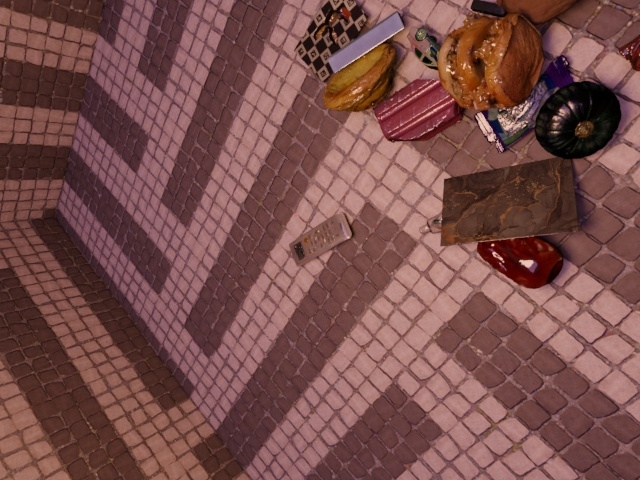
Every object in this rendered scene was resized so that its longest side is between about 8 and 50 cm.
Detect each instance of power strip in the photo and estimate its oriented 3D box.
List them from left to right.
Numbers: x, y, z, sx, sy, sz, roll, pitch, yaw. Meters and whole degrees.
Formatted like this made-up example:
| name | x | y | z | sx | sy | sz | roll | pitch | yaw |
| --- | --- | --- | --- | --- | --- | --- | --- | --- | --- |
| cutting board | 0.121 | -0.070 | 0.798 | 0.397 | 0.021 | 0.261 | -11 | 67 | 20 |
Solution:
| name | x | y | z | sx | sy | sz | roll | pitch | yaw |
| --- | --- | --- | --- | --- | --- | --- | --- | --- | --- |
| power strip | 0.497 | -0.680 | 1.196 | 0.111 | 0.038 | 0.029 | 32 | 115 | 27 |

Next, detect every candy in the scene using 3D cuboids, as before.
| name | x | y | z | sx | sy | sz | roll | pitch | yaw |
| --- | --- | --- | --- | --- | --- | --- | --- | --- | --- |
| candy | 0.595 | -0.381 | 1.166 | 0.275 | 0.070 | 0.145 | -33 | 86 | 29 |

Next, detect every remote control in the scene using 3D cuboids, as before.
| name | x | y | z | sx | sy | sz | roll | pitch | yaw |
| --- | --- | --- | --- | --- | --- | --- | --- | --- | --- |
| remote control | 0.000 | 0.000 | 1.640 | 0.313 | 0.055 | 0.109 | -31 | 75 | 38 |

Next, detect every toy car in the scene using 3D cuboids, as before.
| name | x | y | z | sx | sy | sz | roll | pitch | yaw |
| --- | --- | --- | --- | --- | --- | --- | --- | --- | --- |
| toy car | 0.356 | -0.576 | 1.273 | 0.076 | 0.090 | 0.224 | -46 | 69 | 31 |

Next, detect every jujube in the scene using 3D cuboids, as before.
| name | x | y | z | sx | sy | sz | roll | pitch | yaw |
| --- | --- | --- | --- | --- | --- | --- | --- | --- | --- |
| jujube | 0.580 | 0.043 | 1.196 | 0.230 | 0.155 | 0.155 | 37 | 116 | 29 |

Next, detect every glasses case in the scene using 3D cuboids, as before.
| name | x | y | z | sx | sy | sz | roll | pitch | yaw |
| --- | --- | --- | --- | --- | --- | --- | --- | --- | --- |
| glasses case | 0.149 | -0.669 | 1.367 | 0.266 | 0.105 | 0.056 | -24 | 123 | 26 |

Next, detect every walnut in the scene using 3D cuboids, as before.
| name | x | y | z | sx | sy | sz | roll | pitch | yaw |
| --- | --- | --- | --- | --- | --- | --- | --- | --- | --- |
| walnut | 0.572 | -0.694 | 1.030 | 0.273 | 0.227 | 0.273 | 11 | 108 | 36 |

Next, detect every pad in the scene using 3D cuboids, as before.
| name | x | y | z | sx | sy | sz | roll | pitch | yaw |
| --- | --- | --- | --- | --- | --- | --- | --- | --- | --- |
| pad | 0.539 | -0.113 | 1.206 | 0.368 | 0.007 | 0.247 | -7 | 62 | 35 |

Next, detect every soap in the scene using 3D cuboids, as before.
| name | x | y | z | sx | sy | sz | roll | pitch | yaw |
| --- | --- | --- | --- | --- | --- | --- | --- | --- | --- |
| soap | 0.331 | -0.421 | 1.306 | 0.289 | 0.112 | 0.182 | -28 | 83 | 34 |

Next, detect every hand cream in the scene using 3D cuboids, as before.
| name | x | y | z | sx | sy | sz | roll | pitch | yaw |
| --- | --- | --- | --- | --- | --- | --- | --- | --- | --- |
| hand cream | 0.441 | -0.083 | 1.331 | 0.257 | 0.050 | 0.084 | -30 | 83 | 27 |

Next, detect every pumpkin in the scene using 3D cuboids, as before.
| name | x | y | z | sx | sy | sz | roll | pitch | yaw |
| --- | --- | --- | --- | --- | --- | --- | --- | --- | --- |
| pumpkin | 0.667 | -0.308 | 1.061 | 0.202 | 0.140 | 0.201 | 4 | 121 | 6 |

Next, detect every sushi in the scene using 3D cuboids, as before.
| name | x | y | z | sx | sy | sz | roll | pitch | yaw |
| --- | --- | --- | --- | --- | --- | --- | --- | --- | --- |
| sushi | 0.043 | -0.748 | 1.484 | 0.192 | 0.043 | 0.279 | 51 | 127 | 12 |

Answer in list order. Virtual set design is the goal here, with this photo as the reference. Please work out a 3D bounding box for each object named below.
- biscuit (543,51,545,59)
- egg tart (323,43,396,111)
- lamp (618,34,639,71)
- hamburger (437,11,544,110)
| name | x | y | z | sx | sy | sz | roll | pitch | yaw |
| --- | --- | --- | --- | --- | --- | --- | --- | --- | --- |
| biscuit | 0.571 | -0.519 | 1.186 | 0.147 | 0.018 | 0.071 | 3 | 102 | 32 |
| egg tart | 0.143 | -0.527 | 1.368 | 0.294 | 0.294 | 0.123 | -20 | 128 | 35 |
| lamp | 0.860 | -0.491 | 0.934 | 0.223 | 0.151 | 0.215 | -119 | 49 | -65 |
| hamburger | 0.462 | -0.489 | 1.099 | 0.211 | 0.245 | 0.260 | 19 | 146 | 58 |
